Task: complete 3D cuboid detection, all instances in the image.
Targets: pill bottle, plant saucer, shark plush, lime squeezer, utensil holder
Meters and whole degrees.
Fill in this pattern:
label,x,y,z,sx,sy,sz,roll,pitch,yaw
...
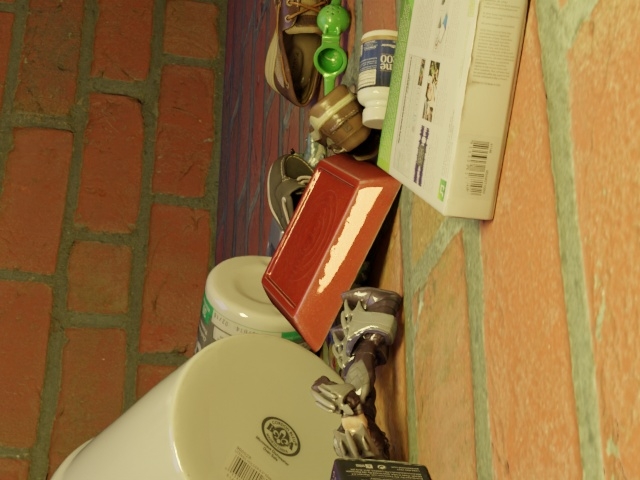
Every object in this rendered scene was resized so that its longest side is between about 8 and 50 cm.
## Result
label,x,y,z,sx,sy,sz,roll,pitch,yaw
pill bottle,0.083,-0.211,1.557,0.067,0.067,0.120,141,134,-75
plant saucer,0.000,0.000,1.659,0.258,0.047,0.259,-64,20,5
shark plush,-0.023,-0.144,2.069,0.073,0.067,0.161,-107,25,-64
pill bottle,-0.118,0.224,2.005,0.204,0.204,0.361,-103,21,-59
lime squeezer,0.015,-0.329,2.005,0.110,0.059,0.310,154,120,-77
utensil holder,-0.150,0.338,1.571,0.385,0.327,0.328,-42,38,42

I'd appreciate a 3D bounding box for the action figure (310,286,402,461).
label,x,y,z,sx,sy,sz,roll,pitch,yaw
action figure,0.045,0.199,1.426,0.185,0.099,0.285,82,-169,-47

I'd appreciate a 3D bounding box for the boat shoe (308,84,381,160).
label,x,y,z,sx,sy,sz,roll,pitch,yaw
boat shoe,0.040,-0.151,1.680,0.095,0.095,0.257,-40,-4,8

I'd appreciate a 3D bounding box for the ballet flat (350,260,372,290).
label,x,y,z,sx,sy,sz,roll,pitch,yaw
ballet flat,0.041,0.016,1.712,0.188,0.070,0.070,-111,29,-63

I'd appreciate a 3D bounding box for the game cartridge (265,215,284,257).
label,x,y,z,sx,sy,sz,roll,pitch,yaw
game cartridge,-0.082,0.109,2.288,0.196,0.060,0.294,-134,50,-71

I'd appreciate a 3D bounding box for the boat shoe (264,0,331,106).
label,x,y,z,sx,sy,sz,roll,pitch,yaw
boat shoe,-0.026,-0.405,2.139,0.123,0.123,0.342,-124,39,-52

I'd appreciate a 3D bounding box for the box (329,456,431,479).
label,x,y,z,sx,sy,sz,roll,pitch,yaw
box,0.068,0.347,1.237,0.207,0.108,0.153,-112,31,-69

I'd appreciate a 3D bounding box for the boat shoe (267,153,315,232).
label,x,y,z,sx,sy,sz,roll,pitch,yaw
boat shoe,-0.009,-0.022,1.877,0.095,0.112,0.335,-49,38,41

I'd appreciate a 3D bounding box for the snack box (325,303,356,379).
label,x,y,z,sx,sy,sz,roll,pitch,yaw
snack box,0.038,0.124,1.693,0.141,0.037,0.100,-111,30,-67

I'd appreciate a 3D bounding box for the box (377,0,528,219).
label,x,y,z,sx,sy,sz,roll,pitch,yaw
box,0.136,-0.167,1.298,0.322,0.058,0.232,-128,45,-73
